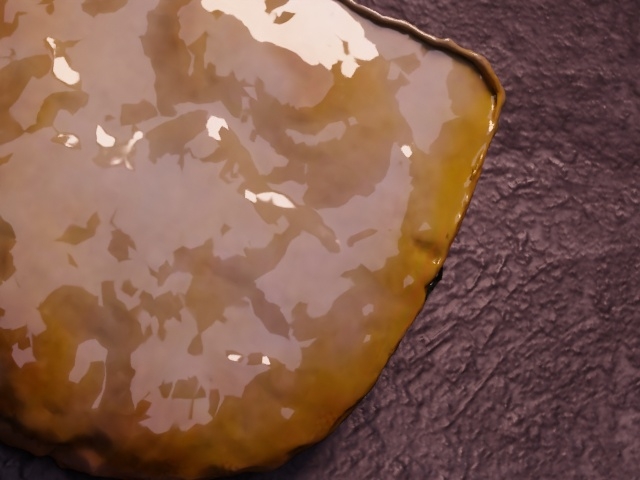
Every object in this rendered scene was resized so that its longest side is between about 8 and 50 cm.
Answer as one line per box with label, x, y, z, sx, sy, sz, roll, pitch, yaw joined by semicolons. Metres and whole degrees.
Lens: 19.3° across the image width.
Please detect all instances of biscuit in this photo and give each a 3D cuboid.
biscuit;-0.107;-0.036;1.421;0.429;0.104;0.446;20;82;-9

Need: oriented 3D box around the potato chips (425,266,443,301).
potato chips;0.000;0.000;1.506;0.207;0.028;0.092;21;67;-9
